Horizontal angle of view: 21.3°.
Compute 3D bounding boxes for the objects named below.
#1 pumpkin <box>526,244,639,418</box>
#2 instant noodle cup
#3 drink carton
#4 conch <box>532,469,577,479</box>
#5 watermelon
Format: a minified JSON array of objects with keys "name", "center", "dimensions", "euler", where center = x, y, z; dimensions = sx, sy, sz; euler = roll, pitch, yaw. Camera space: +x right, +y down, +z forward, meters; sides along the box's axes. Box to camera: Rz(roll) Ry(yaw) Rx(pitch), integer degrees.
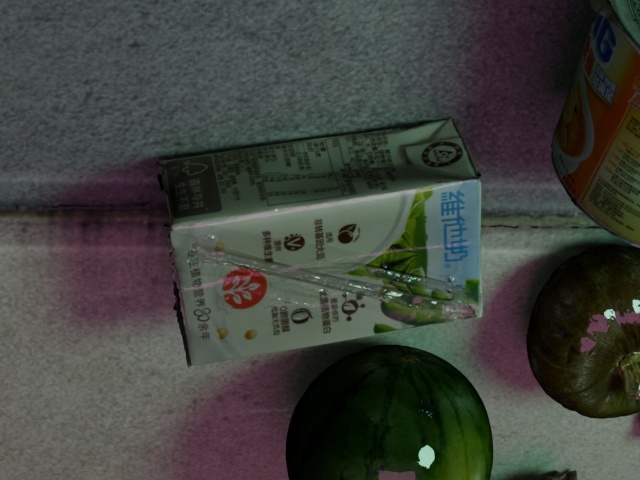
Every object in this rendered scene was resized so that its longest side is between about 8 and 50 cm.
[{"name":"pumpkin","center":[0.334,0.112,1.916],"dimensions":[0.219,0.162,0.219],"euler":[-7,133,-7]},{"name":"instant noodle cup","center":[0.372,-0.129,1.666],"dimensions":[0.296,0.296,0.214],"euler":[7,134,-15]},{"name":"drink carton","center":[-0.001,0.000,1.784],"dimensions":[0.324,0.132,0.194],"euler":[-9,129,-5]},{"name":"conch","center":[0.241,0.381,2.119],"dimensions":[0.163,0.178,0.245],"euler":[37,87,11]},{"name":"watermelon","center":[0.077,0.239,1.921],"dimensions":[0.242,0.242,0.242],"euler":[-5,129,-6]}]
